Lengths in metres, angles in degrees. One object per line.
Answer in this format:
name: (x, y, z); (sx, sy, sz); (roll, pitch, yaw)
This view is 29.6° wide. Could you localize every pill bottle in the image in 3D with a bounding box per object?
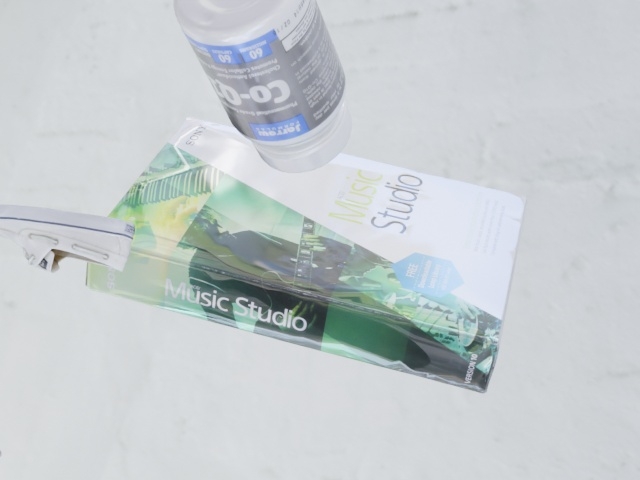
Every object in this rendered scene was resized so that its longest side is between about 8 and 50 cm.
pill bottle: (-0.029, -0.106, 0.726); (0.078, 0.137, 0.078); (-10, -126, 13)

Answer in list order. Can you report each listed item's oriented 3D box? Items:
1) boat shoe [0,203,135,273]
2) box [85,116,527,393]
boat shoe: (-0.156, 0.001, 0.693); (0.100, 0.035, 0.035); (7, -98, 9)
box: (0.000, 0.000, 0.999); (0.232, 0.322, 0.059); (-65, 166, -57)
